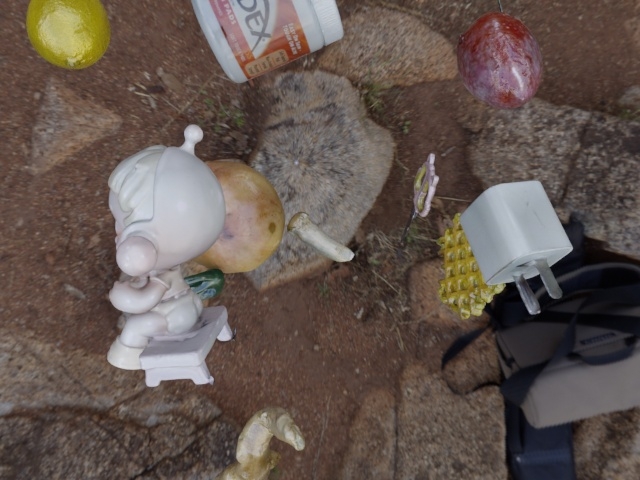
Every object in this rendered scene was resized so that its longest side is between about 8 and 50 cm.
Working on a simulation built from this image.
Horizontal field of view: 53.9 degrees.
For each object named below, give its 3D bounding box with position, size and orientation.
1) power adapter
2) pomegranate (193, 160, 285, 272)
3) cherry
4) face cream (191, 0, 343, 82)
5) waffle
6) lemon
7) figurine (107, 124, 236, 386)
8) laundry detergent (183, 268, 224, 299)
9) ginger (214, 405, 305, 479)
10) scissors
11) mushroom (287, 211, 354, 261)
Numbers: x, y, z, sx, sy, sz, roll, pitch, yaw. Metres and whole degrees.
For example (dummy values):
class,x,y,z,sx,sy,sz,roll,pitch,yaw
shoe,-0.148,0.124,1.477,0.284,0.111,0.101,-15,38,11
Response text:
class,x,y,z,sx,sy,sz,roll,pitch,yaw
power adapter,0.341,0.020,1.067,0.125,0.130,0.205,-7,66,-24
pomegranate,-0.272,-0.063,1.791,0.337,0.338,0.339,0,97,-2
cherry,0.390,-0.377,1.350,0.175,0.250,0.192,-19,140,8
face cream,-0.087,-0.362,0.940,0.187,0.201,0.201,-22,97,4
waffle,0.386,0.065,1.665,0.051,0.291,0.291,9,97,-31
lemon,-0.561,-0.473,1.405,0.178,0.178,0.203,-11,71,-1
figurine,-0.159,0.011,0.660,0.144,0.182,0.257,3,104,24
laundry detergent,-0.372,0.133,1.710,0.210,0.137,0.063,-11,69,-30
ginger,-0.091,0.309,0.892,0.089,0.288,0.075,-3,54,-33
scissors,0.271,-0.097,1.766,0.024,0.160,0.318,5,141,-9
mushroom,0.000,0.000,1.727,0.209,0.084,0.071,35,59,-14
